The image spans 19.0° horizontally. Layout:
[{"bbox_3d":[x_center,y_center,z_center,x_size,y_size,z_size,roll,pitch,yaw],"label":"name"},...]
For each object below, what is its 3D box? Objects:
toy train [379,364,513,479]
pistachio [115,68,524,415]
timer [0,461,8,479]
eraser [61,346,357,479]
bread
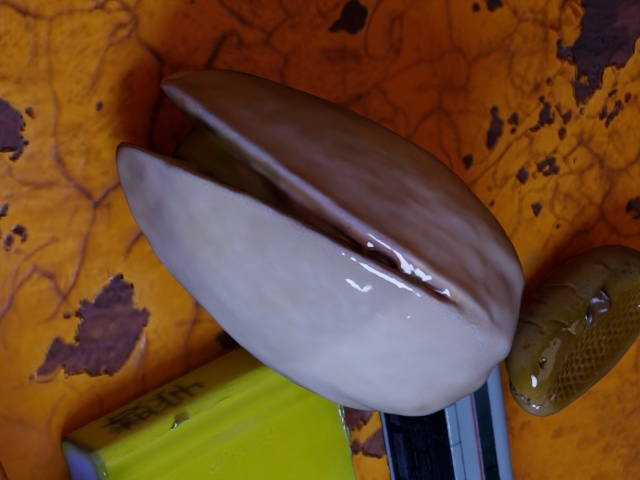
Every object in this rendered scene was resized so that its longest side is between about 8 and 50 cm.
[{"bbox_3d":[0.111,0.190,1.584,0.088,0.086,0.407,-24,114,-38],"label":"toy train"},{"bbox_3d":[0.000,0.000,1.375,0.318,0.214,0.193,32,82,-16],"label":"pistachio"},{"bbox_3d":[-0.336,0.164,1.220,0.257,0.161,0.250,-27,100,-30],"label":"timer"},{"bbox_3d":[-0.078,0.178,1.442,0.226,0.069,0.158,-26,117,-32],"label":"eraser"},{"bbox_3d":[0.218,0.073,1.647,0.189,0.077,0.114,-38,140,-27],"label":"bread"}]
